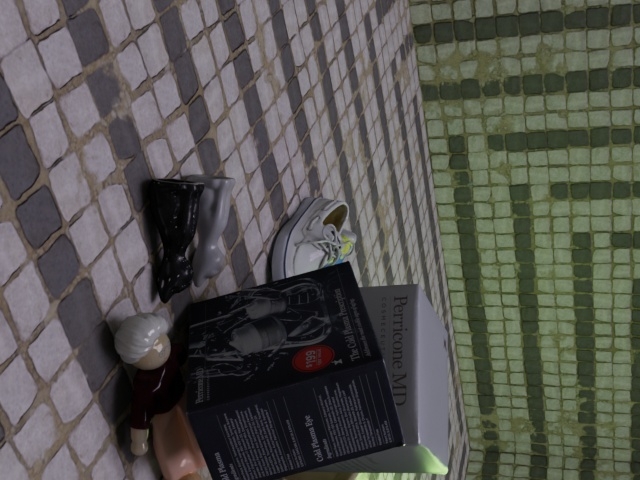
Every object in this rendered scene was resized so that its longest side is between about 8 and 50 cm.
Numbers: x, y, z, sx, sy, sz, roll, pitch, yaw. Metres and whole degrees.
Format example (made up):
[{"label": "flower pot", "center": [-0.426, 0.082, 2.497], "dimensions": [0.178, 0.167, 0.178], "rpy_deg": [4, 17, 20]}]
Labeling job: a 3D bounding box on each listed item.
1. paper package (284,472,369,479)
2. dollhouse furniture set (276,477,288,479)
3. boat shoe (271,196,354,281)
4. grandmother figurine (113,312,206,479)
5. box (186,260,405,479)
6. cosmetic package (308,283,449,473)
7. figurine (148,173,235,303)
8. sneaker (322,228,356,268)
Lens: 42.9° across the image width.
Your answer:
[{"label": "paper package", "center": [0.010, 0.715, 1.963], "dimensions": [0.309, 0.168, 0.324], "rpy_deg": [-34, 122, -67]}, {"label": "dollhouse furniture set", "center": [-0.018, 0.632, 1.658], "dimensions": [0.302, 0.151, 0.197], "rpy_deg": [38, 76, -33]}, {"label": "boat shoe", "center": [0.002, 0.007, 1.976], "dimensions": [0.367, 0.157, 0.135], "rpy_deg": [-59, 143, -57]}, {"label": "grandmother figurine", "center": [-0.253, 0.255, 1.340], "dimensions": [0.207, 0.104, 0.342], "rpy_deg": [-81, 163, -54]}, {"label": "box", "center": [-0.054, 0.220, 1.394], "dimensions": [0.343, 0.313, 0.178], "rpy_deg": [-107, -179, -64]}, {"label": "cosmetic package", "center": [0.053, 0.305, 1.730], "dimensions": [0.327, 0.394, 0.329], "rpy_deg": [53, 36, -59]}, {"label": "figurine", "center": [-0.229, -0.008, 1.455], "dimensions": [0.215, 0.093, 0.209], "rpy_deg": [-23, 119, -70]}, {"label": "sneaker", "center": [0.029, 0.037, 2.196], "dimensions": [0.240, 0.091, 0.126], "rpy_deg": [-31, 141, -72]}]
